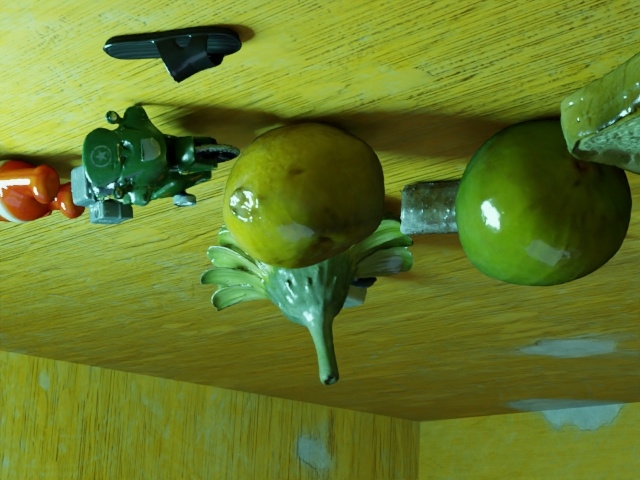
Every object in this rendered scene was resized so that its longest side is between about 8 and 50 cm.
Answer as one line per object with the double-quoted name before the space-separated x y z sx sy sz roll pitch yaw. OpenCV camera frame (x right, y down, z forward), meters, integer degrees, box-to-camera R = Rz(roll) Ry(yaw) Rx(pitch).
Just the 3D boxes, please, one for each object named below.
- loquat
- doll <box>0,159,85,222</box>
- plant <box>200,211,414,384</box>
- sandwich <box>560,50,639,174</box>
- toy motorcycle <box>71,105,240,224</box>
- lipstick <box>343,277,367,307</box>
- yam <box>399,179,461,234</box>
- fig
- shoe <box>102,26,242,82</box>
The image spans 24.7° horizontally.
"loquat" -0.018 -0.057 1.804 0.234 0.176 0.187 -11 178 -41
"doll" -0.502 -0.055 2.046 0.336 0.105 0.200 -3 165 20
"plant" 0.007 0.061 2.178 0.306 0.297 0.261 -40 166 30
"sandwich" 0.398 -0.141 1.566 0.226 0.087 0.251 7 163 -21
"toy motorcycle" -0.235 -0.088 1.842 0.187 0.125 0.274 1 169 -33
"lipstick" -0.023 0.051 2.416 0.077 0.079 0.253 -8 163 34
"yam" 0.181 -0.047 2.005 0.141 0.079 0.079 -2 165 23
"fig" 0.264 -0.044 1.765 0.207 0.207 0.230 5 172 -9
"shoe" -0.159 -0.192 1.555 0.159 0.053 0.062 1 162 19
